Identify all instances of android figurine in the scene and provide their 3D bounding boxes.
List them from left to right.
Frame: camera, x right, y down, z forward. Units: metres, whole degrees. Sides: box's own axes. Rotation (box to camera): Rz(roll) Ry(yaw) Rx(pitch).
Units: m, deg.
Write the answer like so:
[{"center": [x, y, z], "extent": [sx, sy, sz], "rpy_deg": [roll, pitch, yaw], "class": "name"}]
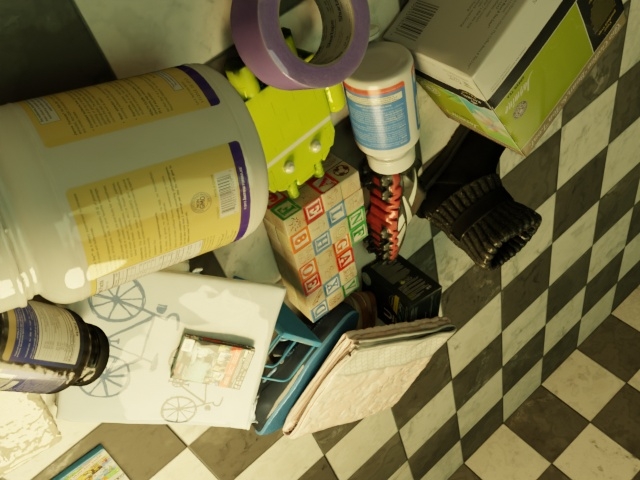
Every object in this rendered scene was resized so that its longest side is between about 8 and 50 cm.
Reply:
[{"center": [-0.059, -0.189, 1.032], "extent": [0.248, 0.056, 0.273], "rpy_deg": [-40, 136, -23], "class": "android figurine"}]

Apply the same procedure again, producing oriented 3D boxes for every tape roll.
[{"center": [-0.026, -0.309, 0.910], "extent": [0.189, 0.080, 0.189], "rpy_deg": [-7, 102, -34], "class": "tape roll"}]

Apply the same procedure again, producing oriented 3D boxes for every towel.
[{"center": [-0.512, 0.259, 0.955], "extent": [0.187, 0.049, 0.282], "rpy_deg": [-29, 136, -29], "class": "towel"}, {"center": [0.110, 0.297, 1.396], "extent": [0.332, 0.053, 0.317], "rpy_deg": [-2, 134, -41], "class": "towel"}]

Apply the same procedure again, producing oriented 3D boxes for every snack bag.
[{"center": [-0.243, 0.173, 1.049], "extent": [0.342, 0.037, 0.323], "rpy_deg": [8, 116, -16], "class": "snack bag"}]

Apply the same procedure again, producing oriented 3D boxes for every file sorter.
[{"center": [-0.109, 0.166, 1.198], "extent": [0.104, 0.170, 0.118], "rpy_deg": [-52, 143, 7], "class": "file sorter"}]

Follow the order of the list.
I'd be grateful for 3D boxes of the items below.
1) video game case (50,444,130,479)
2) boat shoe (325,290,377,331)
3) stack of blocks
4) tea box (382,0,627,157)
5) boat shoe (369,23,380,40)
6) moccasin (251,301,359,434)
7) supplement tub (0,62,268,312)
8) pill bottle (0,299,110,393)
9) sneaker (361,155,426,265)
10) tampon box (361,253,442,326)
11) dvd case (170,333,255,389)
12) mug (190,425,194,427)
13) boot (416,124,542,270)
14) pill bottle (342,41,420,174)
[{"center": [-0.439, 0.469, 1.229], "extent": [0.119, 0.015, 0.166], "rpy_deg": [-34, 140, -21], "class": "video game case"}, {"center": [0.072, 0.254, 1.500], "extent": [0.116, 0.123, 0.324], "rpy_deg": [-20, 134, -38], "class": "boat shoe"}, {"center": [0.000, 0.000, 1.238], "extent": [0.171, 0.087, 0.297], "rpy_deg": [-35, 140, -20], "class": "stack of blocks"}, {"center": [0.345, -0.385, 1.171], "extent": [0.329, 0.220, 0.323], "rpy_deg": [-54, 142, 4], "class": "tea box"}, {"center": [0.057, -0.346, 1.059], "extent": [0.100, 0.035, 0.035], "rpy_deg": [-22, 137, -24], "class": "boat shoe"}, {"center": [-0.059, 0.255, 1.358], "extent": [0.342, 0.117, 0.138], "rpy_deg": [-51, 152, 6], "class": "moccasin"}, {"center": [-0.257, -0.067, 0.781], "extent": [0.331, 0.241, 0.241], "rpy_deg": [-22, 134, -28], "class": "supplement tub"}, {"center": [-0.391, 0.142, 0.861], "extent": [0.123, 0.123, 0.219], "rpy_deg": [-52, 153, 1], "class": "pill bottle"}, {"center": [0.158, -0.067, 1.338], "extent": [0.135, 0.097, 0.276], "rpy_deg": [-26, 135, -26], "class": "sneaker"}, {"center": [0.181, 0.125, 1.468], "extent": [0.101, 0.161, 0.120], "rpy_deg": [-28, 137, -26], "class": "tampon box"}, {"center": [-0.176, 0.199, 1.049], "extent": [0.119, 0.013, 0.087], "rpy_deg": [13, 115, -20], "class": "dvd case"}, {"center": [-0.257, 0.324, 1.276], "extent": [0.062, 0.078, 0.064], "rpy_deg": [45, 73, -20], "class": "mug"}, {"center": [0.381, -0.122, 1.390], "extent": [0.348, 0.260, 0.131], "rpy_deg": [-51, 143, 0], "class": "boot"}, {"center": [0.113, -0.226, 1.140], "extent": [0.124, 0.124, 0.221], "rpy_deg": [-37, 140, -18], "class": "pill bottle"}]
